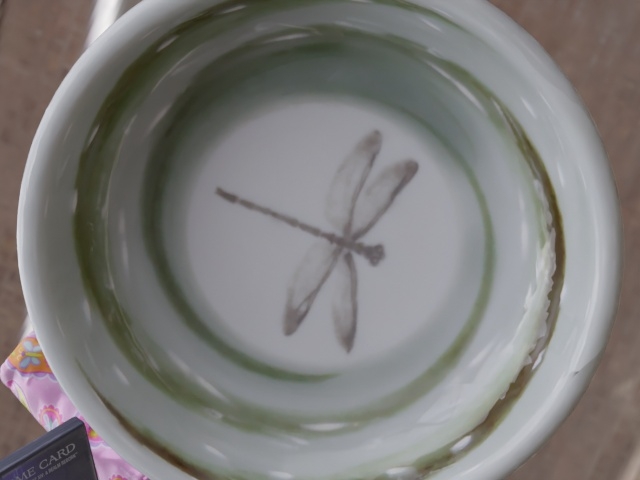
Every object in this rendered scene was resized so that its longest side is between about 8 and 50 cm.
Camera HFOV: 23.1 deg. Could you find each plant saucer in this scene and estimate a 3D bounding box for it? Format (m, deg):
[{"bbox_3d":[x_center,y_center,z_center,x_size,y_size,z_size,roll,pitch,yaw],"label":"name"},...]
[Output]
[{"bbox_3d":[0.000,0.000,1.066,0.100,0.400,0.400,-74,7,-74],"label":"plant saucer"}]

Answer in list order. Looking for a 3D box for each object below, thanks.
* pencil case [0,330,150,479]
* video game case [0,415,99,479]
[{"bbox_3d":[-0.297,0.234,2.091,0.124,0.284,0.124,-44,-19,-19],"label":"pencil case"},{"bbox_3d":[-0.322,0.356,1.763,0.196,0.026,0.274,-30,-54,-33],"label":"video game case"}]
